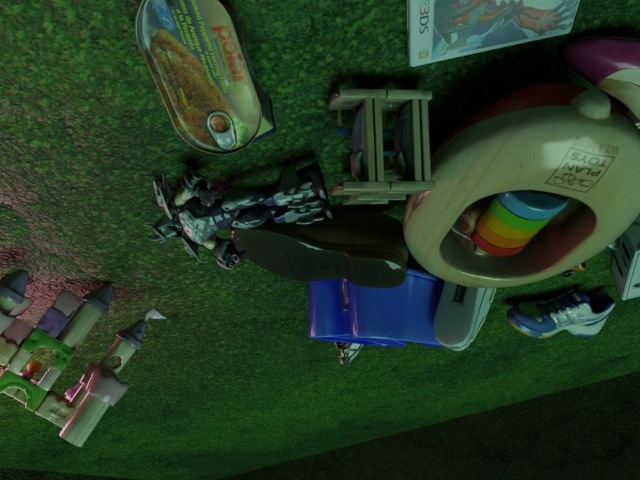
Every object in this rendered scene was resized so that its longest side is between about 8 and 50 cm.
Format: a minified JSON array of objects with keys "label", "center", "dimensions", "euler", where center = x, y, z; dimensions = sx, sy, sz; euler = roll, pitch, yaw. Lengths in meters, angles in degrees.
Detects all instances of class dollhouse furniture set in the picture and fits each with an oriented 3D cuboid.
[{"label":"dollhouse furniture set","center":[0.062,-0.123,0.799],"dimensions":[0.128,0.130,0.183],"euler":[-1,178,-13]}]

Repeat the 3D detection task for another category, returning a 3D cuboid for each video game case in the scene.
[{"label":"video game case","center":[0.195,-0.285,0.626],"dimensions":[0.201,0.023,0.183],"euler":[-12,150,3]}]

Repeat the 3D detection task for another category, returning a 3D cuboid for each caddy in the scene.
[{"label":"caddy","center":[0.125,0.115,1.134],"dimensions":[0.241,0.179,0.341],"euler":[-10,162,43]}]

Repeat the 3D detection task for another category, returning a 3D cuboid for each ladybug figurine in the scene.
[{"label":"ladybug figurine","center":[0.286,-0.074,0.837],"dimensions":[0.304,0.162,0.449],"euler":[12,152,-6]}]

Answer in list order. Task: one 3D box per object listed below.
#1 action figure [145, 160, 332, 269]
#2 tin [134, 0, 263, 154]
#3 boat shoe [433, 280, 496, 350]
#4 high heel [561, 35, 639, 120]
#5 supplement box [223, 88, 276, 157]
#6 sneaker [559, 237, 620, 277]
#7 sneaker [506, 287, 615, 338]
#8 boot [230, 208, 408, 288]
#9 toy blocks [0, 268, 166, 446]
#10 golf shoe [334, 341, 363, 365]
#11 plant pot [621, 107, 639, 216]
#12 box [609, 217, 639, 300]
[{"label":"action figure","center":[-0.129,-0.044,0.856],"dimensions":[0.284,0.099,0.185],"euler":[-15,144,4]},{"label":"tin","center":[-0.126,-0.184,0.618],"dimensions":[0.106,0.040,0.190],"euler":[-7,125,14]},{"label":"boat shoe","center":[0.287,0.078,1.063],"dimensions":[0.096,0.268,0.088],"euler":[9,165,30]},{"label":"high heel","center":[0.418,-0.175,0.735],"dimensions":[0.244,0.117,0.082],"euler":[20,166,-11]},{"label":"supplement box","center":[-0.113,-0.161,0.709],"dimensions":[0.083,0.056,0.083],"euler":[-23,147,20]},{"label":"sneaker","center":[0.433,0.030,1.087],"dimensions":[0.100,0.108,0.271],"euler":[15,141,-44]},{"label":"sneaker","center":[0.624,0.174,1.477],"dimensions":[0.296,0.112,0.131],"euler":[1,131,-21]},{"label":"boot","center":[0.000,0.000,0.980],"dimensions":[0.305,0.115,0.112],"euler":[9,143,7]},{"label":"toy blocks","center":[-0.483,0.176,1.051],"dimensions":[0.288,0.260,0.309],"euler":[36,159,-16]},{"label":"golf shoe","center":[0.093,0.226,1.384],"dimensions":[0.120,0.105,0.273],"euler":[-12,151,-11]},{"label":"plant pot","center":[0.493,-0.106,0.880],"dimensions":[0.237,0.110,0.237],"euler":[0,161,0]},{"label":"box","center":[0.745,0.024,1.249],"dimensions":[0.169,0.087,0.290],"euler":[-19,148,14]}]
